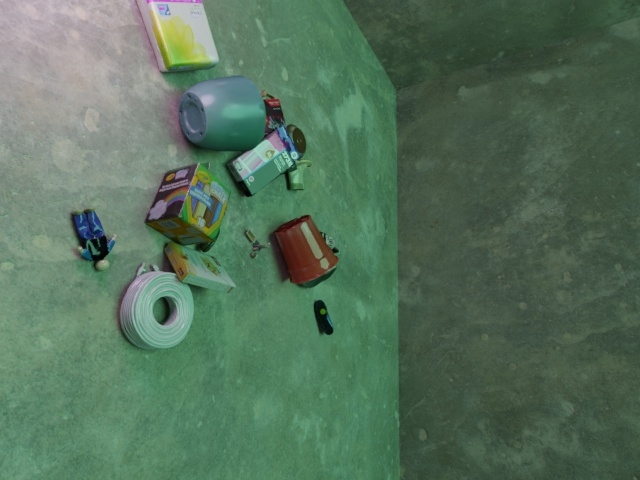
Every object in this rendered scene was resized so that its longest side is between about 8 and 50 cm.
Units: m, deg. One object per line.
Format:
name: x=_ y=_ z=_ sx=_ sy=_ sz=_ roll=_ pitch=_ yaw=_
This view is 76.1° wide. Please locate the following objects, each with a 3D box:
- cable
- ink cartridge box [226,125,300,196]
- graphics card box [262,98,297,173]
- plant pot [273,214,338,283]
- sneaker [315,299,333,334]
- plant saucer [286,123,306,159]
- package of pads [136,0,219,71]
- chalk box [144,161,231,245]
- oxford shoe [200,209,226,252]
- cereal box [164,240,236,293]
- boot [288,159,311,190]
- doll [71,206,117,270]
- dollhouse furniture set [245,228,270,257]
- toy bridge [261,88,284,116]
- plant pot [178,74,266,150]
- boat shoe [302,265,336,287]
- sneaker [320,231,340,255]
cable: x=-0.528 y=0.229 z=1.348 sx=0.257 sy=0.089 sz=0.257 roll=55 pitch=39 yaw=-40
ink cartridge box: x=-0.239 y=-0.371 z=1.870 sx=0.371 sy=0.069 sz=0.175 roll=-44 pitch=116 yaw=-31
graphics card box: x=-0.250 y=-0.497 z=1.996 sx=0.233 sy=0.094 sz=0.370 roll=-32 pitch=112 yaw=-56
plant pot: x=-0.087 y=0.032 z=2.025 sx=0.265 sy=0.272 sz=0.272 roll=64 pitch=33 yaw=-15
sneaker: x=0.017 y=0.431 z=2.309 sx=0.082 sy=0.069 sz=0.209 roll=-135 pitch=-155 yaw=-85
plant saucer: x=-0.130 y=-0.553 z=2.281 sx=0.199 sy=0.036 sz=0.198 roll=20 pitch=66 yaw=-59
package of pads: x=-0.525 y=-0.790 z=1.524 sx=0.229 sy=0.101 sz=0.296 roll=-28 pitch=109 yaw=-43
chalk box: x=-0.457 y=-0.150 z=1.466 sx=0.179 sy=0.180 sz=0.288 roll=46 pitch=47 yaw=-47
oxford shoe: x=-0.442 y=-0.062 z=1.594 sx=0.096 sy=0.083 sz=0.227 roll=27 pitch=57 yaw=-37
cereal box: x=-0.434 y=0.102 z=1.486 sx=0.173 sy=0.047 sz=0.240 roll=48 pitch=11 yaw=33
boot: x=-0.111 y=-0.356 z=2.230 sx=0.213 sy=0.077 sz=0.165 roll=-19 pitch=100 yaw=-55
doll: x=-0.662 y=-0.001 z=1.206 sx=0.129 sy=0.046 sz=0.188 roll=-27 pitch=107 yaw=-58
dollhouse furniture set: x=-0.286 y=0.008 z=1.832 sx=0.114 sy=0.081 sz=0.091 roll=59 pitch=37 yaw=-36
toy bridge: x=-0.244 y=-0.716 z=2.125 sx=0.188 sy=0.026 sz=0.063 roll=43 pitch=45 yaw=-48
plant pot: x=-0.392 y=-0.476 z=1.566 sx=0.235 sy=0.293 sz=0.292 roll=-24 pitch=105 yaw=-46
boat shoe: x=-0.024 y=0.173 z=2.252 sx=0.320 sy=0.103 sz=0.118 roll=-20 pitch=146 yaw=-57
sneaker: x=0.000 y=0.000 z=2.281 sx=0.330 sy=0.146 sz=0.122 roll=37 pitch=54 yaw=-50
